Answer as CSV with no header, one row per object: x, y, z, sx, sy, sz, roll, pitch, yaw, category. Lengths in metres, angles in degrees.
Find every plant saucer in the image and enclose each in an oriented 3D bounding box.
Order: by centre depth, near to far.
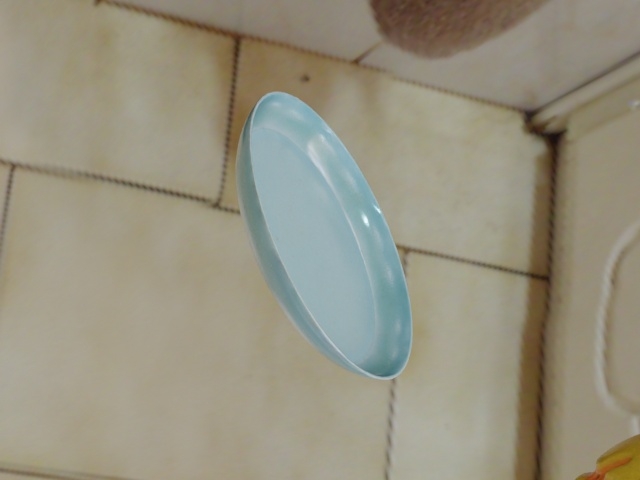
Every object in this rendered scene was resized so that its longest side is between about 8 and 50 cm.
0.000,0.000,1.511,0.317,0.043,0.318,48,27,-36,plant saucer

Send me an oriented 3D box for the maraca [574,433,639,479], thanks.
0.124,0.151,0.567,0.099,0.127,0.186,20,63,24,maraca
